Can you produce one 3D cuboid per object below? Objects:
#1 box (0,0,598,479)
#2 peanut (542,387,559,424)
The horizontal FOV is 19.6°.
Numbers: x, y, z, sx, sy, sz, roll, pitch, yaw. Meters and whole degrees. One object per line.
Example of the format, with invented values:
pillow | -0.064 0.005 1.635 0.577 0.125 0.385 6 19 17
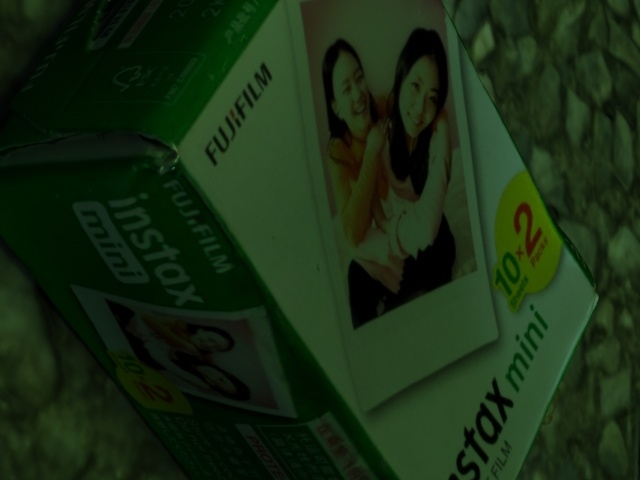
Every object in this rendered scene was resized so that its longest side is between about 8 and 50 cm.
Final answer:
box | 0.000 0.000 0.703 0.250 0.103 0.180 55 48 -31
peanut | 0.086 0.065 0.856 0.083 0.037 0.037 45 53 -44
